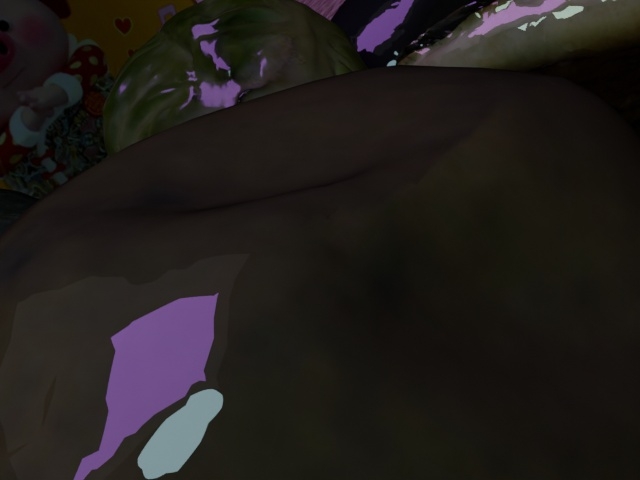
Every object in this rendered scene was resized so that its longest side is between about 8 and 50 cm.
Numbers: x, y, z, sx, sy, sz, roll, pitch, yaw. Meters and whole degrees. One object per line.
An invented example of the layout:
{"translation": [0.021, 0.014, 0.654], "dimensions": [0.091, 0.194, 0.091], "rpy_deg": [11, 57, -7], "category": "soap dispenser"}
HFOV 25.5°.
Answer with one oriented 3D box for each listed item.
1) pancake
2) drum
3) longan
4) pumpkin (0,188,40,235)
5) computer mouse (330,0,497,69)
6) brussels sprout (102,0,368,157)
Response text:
{"translation": [0.142, -0.072, 0.678], "dimensions": [0.283, 0.049, 0.282], "rpy_deg": [-12, -14, -3], "category": "pancake"}
{"translation": [-0.299, -0.091, 1.323], "dimensions": [0.431, 0.431, 0.214], "rpy_deg": [-52, 20, -25], "category": "drum"}
{"translation": [0.003, 0.083, 0.508], "dimensions": [0.350, 0.288, 0.288], "rpy_deg": [-45, 16, -34], "category": "longan"}
{"translation": [-0.157, 0.099, 0.740], "dimensions": [0.300, 0.300, 0.207], "rpy_deg": [-21, 38, 50], "category": "pumpkin"}
{"translation": [0.079, -0.200, 1.265], "dimensions": [0.269, 0.100, 0.170], "rpy_deg": [-48, 20, -13], "category": "computer mouse"}
{"translation": [-0.061, -0.092, 1.137], "dimensions": [0.244, 0.244, 0.244], "rpy_deg": [-38, 18, 15], "category": "brussels sprout"}
